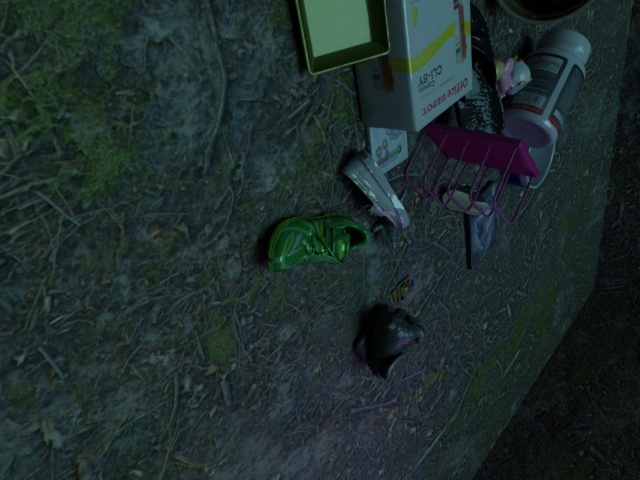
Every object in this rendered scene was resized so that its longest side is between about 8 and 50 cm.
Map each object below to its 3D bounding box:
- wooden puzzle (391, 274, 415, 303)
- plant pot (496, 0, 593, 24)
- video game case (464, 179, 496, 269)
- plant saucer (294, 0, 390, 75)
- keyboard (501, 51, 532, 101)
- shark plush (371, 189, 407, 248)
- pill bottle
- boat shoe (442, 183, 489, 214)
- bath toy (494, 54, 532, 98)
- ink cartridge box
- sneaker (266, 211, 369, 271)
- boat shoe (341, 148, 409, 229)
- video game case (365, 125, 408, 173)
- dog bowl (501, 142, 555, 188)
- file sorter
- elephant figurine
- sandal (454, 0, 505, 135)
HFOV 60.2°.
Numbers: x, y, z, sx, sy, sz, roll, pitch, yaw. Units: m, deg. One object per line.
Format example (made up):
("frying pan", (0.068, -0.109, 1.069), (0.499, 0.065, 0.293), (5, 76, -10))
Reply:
("wooden puzzle", (0.259, 0.152, 1.701), (0.116, 0.014, 0.078), (-41, 133, -34))
("plant pot", (0.709, -0.818, 1.647), (0.305, 0.334, 0.334), (-30, 127, -54))
("video game case", (0.585, -0.054, 2.009), (0.196, 0.026, 0.274), (-41, 132, -33))
("plant saucer", (0.040, -0.451, 1.113), (0.188, 0.045, 0.188), (-20, 123, -12))
("keyboard", (0.681, -0.567, 1.926), (0.256, 0.014, 0.072), (-46, 136, -28))
("shark plush", (0.206, -0.057, 1.505), (0.161, 0.067, 0.073), (-61, 141, -14))
("pill bottle", (0.763, -0.516, 1.871), (0.210, 0.210, 0.363), (40, 76, -50))
("boat shoe", (0.462, -0.144, 1.797), (0.233, 0.084, 0.079), (11, 58, -45))
("bath toy", (0.528, -0.503, 1.684), (0.348, 0.129, 0.151), (-26, 167, -41))
("ink cartridge box", (0.213, -0.482, 1.266), (0.279, 0.160, 0.384), (-39, 132, -35))
("sneaker", (0.000, 0.000, 1.231), (0.295, 0.123, 0.109), (-21, 121, -44))
("boat shoe", (0.138, -0.107, 1.381), (0.088, 0.096, 0.267), (-38, 135, 1))
("video game case", (0.174, -0.253, 1.427), (0.157, 0.019, 0.143), (-35, 129, -37))
("dog bowl", (0.782, -0.333, 2.071), (0.265, 0.104, 0.265), (-23, 122, -44))
("file sorter", (0.412, -0.182, 1.532), (0.202, 0.291, 0.182), (30, 84, -52))
("elephant figurine", (0.185, 0.318, 1.580), (0.186, 0.169, 0.239), (22, 104, -24))
("sandal", (0.405, -0.445, 1.463), (0.167, 0.107, 0.446), (-29, 120, 5))
